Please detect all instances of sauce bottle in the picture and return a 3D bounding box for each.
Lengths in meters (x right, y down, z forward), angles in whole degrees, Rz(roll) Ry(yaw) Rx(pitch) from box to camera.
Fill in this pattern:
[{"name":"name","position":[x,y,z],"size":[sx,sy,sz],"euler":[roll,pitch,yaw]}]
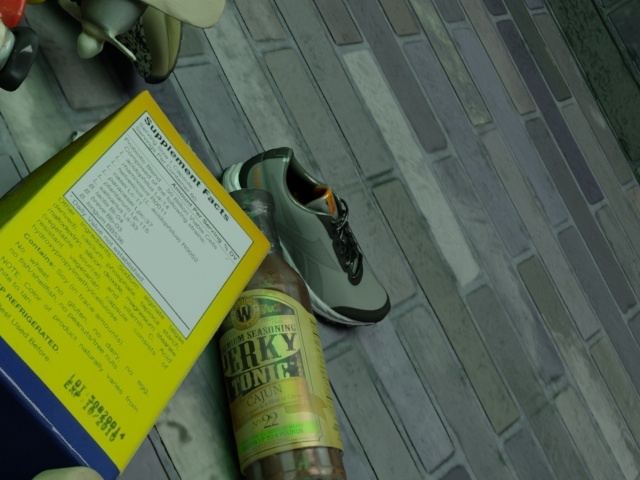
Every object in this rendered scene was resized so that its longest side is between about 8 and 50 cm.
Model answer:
[{"name":"sauce bottle","position":[-0.056,0.109,1.353],"size":[0.111,0.111,0.344],"euler":[17,51,-48]}]

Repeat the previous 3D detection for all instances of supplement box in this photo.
[{"name":"supplement box","position":[-0.224,0.061,1.077],"size":[0.194,0.195,0.356],"euler":[52,34,-14]}]

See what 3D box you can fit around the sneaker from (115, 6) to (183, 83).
[{"name":"sneaker","position":[-0.303,-0.336,1.371],"size":[0.182,0.158,0.410],"euler":[-33,96,-26]}]

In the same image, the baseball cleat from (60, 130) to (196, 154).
[{"name":"baseball cleat","position":[-0.207,-0.088,1.329],"size":[0.109,0.072,0.206],"euler":[41,27,-5]}]

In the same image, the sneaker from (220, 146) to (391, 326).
[{"name":"sneaker","position":[0.000,0.000,1.511],"size":[0.271,0.108,0.100],"euler":[47,33,-23]}]

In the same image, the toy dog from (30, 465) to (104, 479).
[{"name":"toy dog","position":[-0.213,0.308,0.885],"size":[0.333,0.220,0.161],"euler":[59,27,-9]}]

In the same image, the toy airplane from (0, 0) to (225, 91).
[{"name":"toy airplane","position":[-0.312,-0.323,1.180],"size":[0.384,0.272,0.386],"euler":[-28,104,-26]}]
